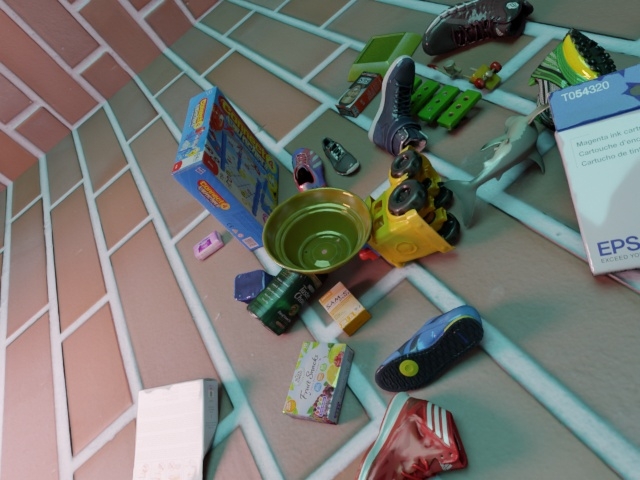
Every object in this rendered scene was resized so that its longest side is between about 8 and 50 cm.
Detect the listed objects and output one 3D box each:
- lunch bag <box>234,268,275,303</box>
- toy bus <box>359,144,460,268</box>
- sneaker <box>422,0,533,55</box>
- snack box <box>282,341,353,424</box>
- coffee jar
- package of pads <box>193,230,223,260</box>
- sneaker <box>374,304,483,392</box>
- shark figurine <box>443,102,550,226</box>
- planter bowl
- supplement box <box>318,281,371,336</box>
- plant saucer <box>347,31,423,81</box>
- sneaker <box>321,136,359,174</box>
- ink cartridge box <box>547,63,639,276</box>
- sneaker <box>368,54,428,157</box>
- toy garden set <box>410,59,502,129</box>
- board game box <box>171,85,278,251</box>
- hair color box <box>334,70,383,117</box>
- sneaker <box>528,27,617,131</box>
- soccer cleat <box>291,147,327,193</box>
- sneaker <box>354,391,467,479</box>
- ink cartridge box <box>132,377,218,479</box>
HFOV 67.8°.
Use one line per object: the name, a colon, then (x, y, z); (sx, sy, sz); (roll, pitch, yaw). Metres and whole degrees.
lunch bag: (-0.151, 0.112, 1.104); (0.099, 0.065, 0.067); (-13, 65, 26)
toy bus: (0.157, -0.054, 0.985); (0.212, 0.150, 0.220); (-31, 38, 34)
sneaker: (0.414, -0.554, 1.235); (0.282, 0.106, 0.162); (-30, 46, 10)
snack box: (-0.003, 0.263, 0.890); (0.100, 0.037, 0.141); (-6, 52, 34)
coffee jar: (-0.066, 0.108, 1.023); (0.079, 0.096, 0.184); (32, 77, 38)
package of pads: (-0.311, 0.015, 1.322); (0.083, 0.032, 0.050); (-36, 41, 5)
sneaker: (0.184, 0.184, 0.817); (0.209, 0.069, 0.082); (-39, 9, 14)
shark figurine: (0.379, -0.154, 0.929); (0.278, 0.116, 0.166); (-47, 10, -22)
planter bowl: (0.000, 0.000, 0.955); (0.218, 0.090, 0.217); (-7, 49, 8)
supplement box: (0.048, 0.137, 0.961); (0.062, 0.036, 0.098); (-42, 42, -3)
plant saucer: (0.187, -0.567, 1.447); (0.188, 0.045, 0.188); (14, 65, 42)
sneaker: (0.041, -0.226, 1.249); (0.061, 0.065, 0.158); (-42, 42, -1)
ink cartridge box: (0.544, -0.135, 0.709); (0.325, 0.071, 0.329); (-15, 79, 26)
sneaker: (0.204, -0.306, 1.126); (0.163, 0.086, 0.226); (54, 138, 48)
toy garden set: (0.312, -0.373, 1.197); (0.204, 0.049, 0.244); (-46, 42, -4)
board game box: (-0.224, -0.181, 1.222); (0.086, 0.308, 0.301); (-20, 47, 19)
hair color box: (0.115, -0.425, 1.380); (0.072, 0.043, 0.141); (28, 75, 45)
sneaker: (0.506, -0.238, 0.912); (0.146, 0.134, 0.343); (130, 146, -49)
soccer cleat: (-0.038, -0.184, 1.248); (0.083, 0.095, 0.247); (-29, 44, 12)
sneaker: (0.135, 0.338, 0.696); (0.128, 0.087, 0.221); (3, 59, 39)
ink cartridge box: (-0.299, 0.414, 0.981); (0.189, 0.066, 0.232); (-16, 68, 24)
